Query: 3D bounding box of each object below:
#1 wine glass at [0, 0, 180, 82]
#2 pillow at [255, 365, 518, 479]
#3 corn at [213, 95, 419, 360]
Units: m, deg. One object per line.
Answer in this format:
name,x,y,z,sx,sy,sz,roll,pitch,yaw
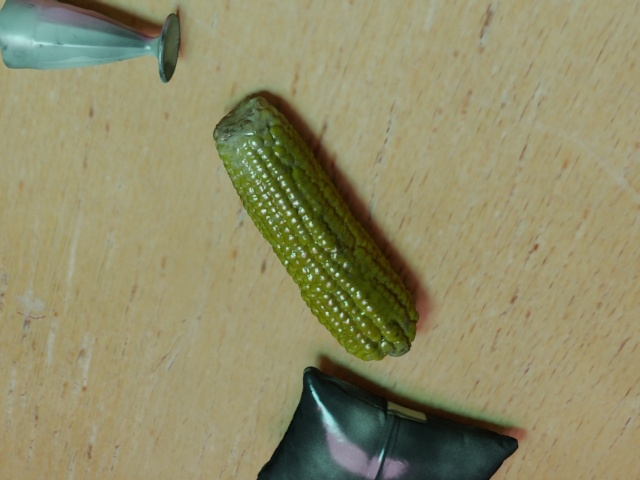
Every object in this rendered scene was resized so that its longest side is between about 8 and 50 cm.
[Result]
wine glass,-0.210,-0.187,1.363,0.155,0.073,0.073,6,132,7
pillow,0.070,0.246,1.640,0.249,0.106,0.186,19,125,-4
corn,0.000,0.000,1.455,0.097,0.097,0.320,-17,122,28
